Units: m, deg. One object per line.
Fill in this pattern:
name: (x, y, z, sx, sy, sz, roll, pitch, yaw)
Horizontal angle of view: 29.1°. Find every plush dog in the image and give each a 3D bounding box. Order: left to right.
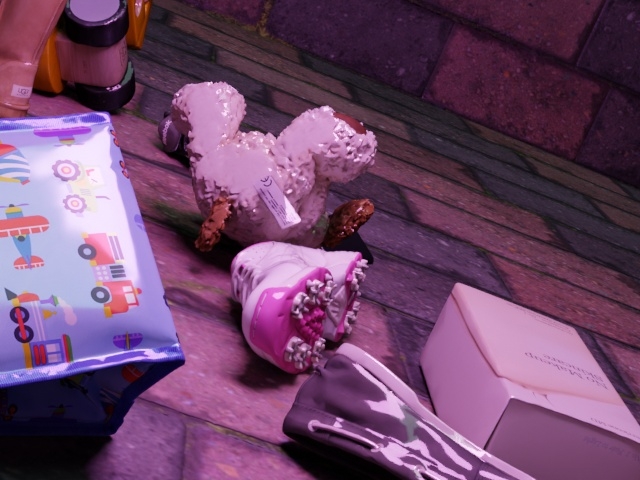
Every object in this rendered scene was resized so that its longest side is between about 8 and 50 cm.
plush dog: (-0.064, -0.047, 1.480, 0.262, 0.211, 0.225, 14, -17, 20)

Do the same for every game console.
game console: (0.000, 0.000, 1.706, 0.107, 0.071, 0.122, -3, -1, 31)

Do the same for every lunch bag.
lunch bag: (-0.275, 0.025, 0.875, 0.293, 0.138, 0.221, 0, 57, -38)

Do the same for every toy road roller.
toy road roller: (-0.386, -0.377, 1.885, 0.240, 0.202, 0.330, 9, 57, 1)

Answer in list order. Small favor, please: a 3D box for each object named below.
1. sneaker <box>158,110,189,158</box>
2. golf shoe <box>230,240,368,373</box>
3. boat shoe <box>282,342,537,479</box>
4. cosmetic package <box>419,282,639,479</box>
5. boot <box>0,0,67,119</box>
sneaker: (-0.185, -0.144, 1.807, 0.106, 0.078, 0.234, 15, 13, -21)
golf shoe: (-0.046, 0.061, 1.282, 0.140, 0.115, 0.306, 16, 7, 12)
boat shoe: (0.111, 0.216, 1.025, 0.335, 0.095, 0.112, 35, -17, 26)
cosmetic package: (0.209, 0.166, 1.263, 0.160, 0.113, 0.309, 21, 14, -11)
boot: (-0.430, -0.326, 1.677, 0.236, 0.270, 0.089, 31, 17, 26)
